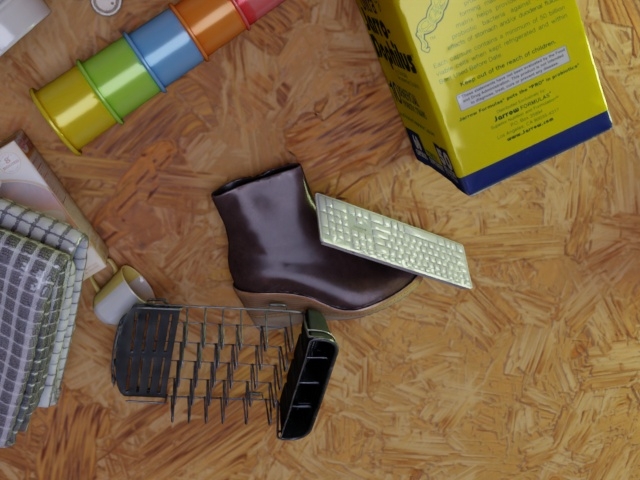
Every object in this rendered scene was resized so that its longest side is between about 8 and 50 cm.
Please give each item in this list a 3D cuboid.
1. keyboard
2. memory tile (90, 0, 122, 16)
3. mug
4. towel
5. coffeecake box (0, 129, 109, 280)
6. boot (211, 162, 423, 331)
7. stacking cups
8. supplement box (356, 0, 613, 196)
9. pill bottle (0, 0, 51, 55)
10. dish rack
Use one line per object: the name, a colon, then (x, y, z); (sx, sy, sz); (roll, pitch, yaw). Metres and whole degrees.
keyboard: (0.098, 0.004, 1.163); (0.256, 0.072, 0.014); (18, 146, -33)
memory tile: (-0.275, -0.338, 1.035); (0.148, 0.012, 0.113); (32, 99, -20)
mug: (-0.257, 0.069, 1.154); (0.064, 0.078, 0.062); (-38, 144, 11)
towel: (-0.404, 0.080, 1.014); (0.235, 0.121, 0.283); (20, 119, -1)
coffeecake box: (-0.368, -0.015, 1.089); (0.142, 0.068, 0.185); (-31, 111, 1)
boot: (0.000, 0.000, 1.159); (0.248, 0.090, 0.206); (-15, 112, -3)
stacking cups: (-0.184, -0.230, 1.054); (0.316, 0.096, 0.096); (-37, 111, -3)
supplement box: (0.165, -0.266, 1.054); (0.195, 0.194, 0.356); (-25, 110, -3)
pill bottle: (-0.416, -0.311, 0.939); (0.152, 0.152, 0.272); (-40, 110, 2)
dish rack: (-0.129, 0.164, 1.159); (0.272, 0.074, 0.208); (5, 130, -13)
